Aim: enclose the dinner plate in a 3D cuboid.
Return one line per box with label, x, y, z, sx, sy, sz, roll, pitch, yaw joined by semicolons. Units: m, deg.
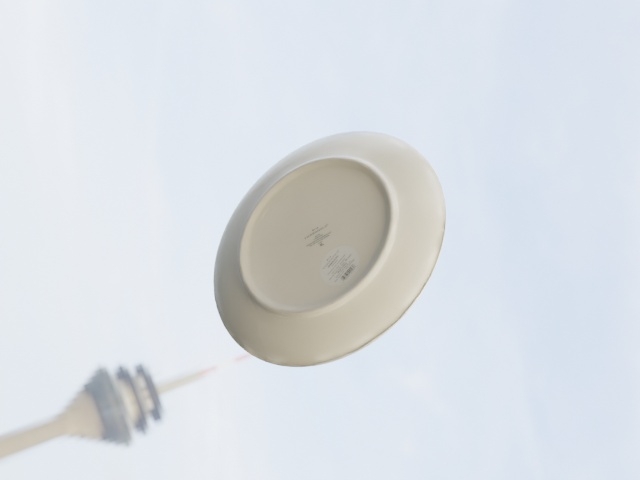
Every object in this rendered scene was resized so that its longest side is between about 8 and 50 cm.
dinner plate;0.000;0.000;0.833;0.141;0.141;0.017;48;4;40
